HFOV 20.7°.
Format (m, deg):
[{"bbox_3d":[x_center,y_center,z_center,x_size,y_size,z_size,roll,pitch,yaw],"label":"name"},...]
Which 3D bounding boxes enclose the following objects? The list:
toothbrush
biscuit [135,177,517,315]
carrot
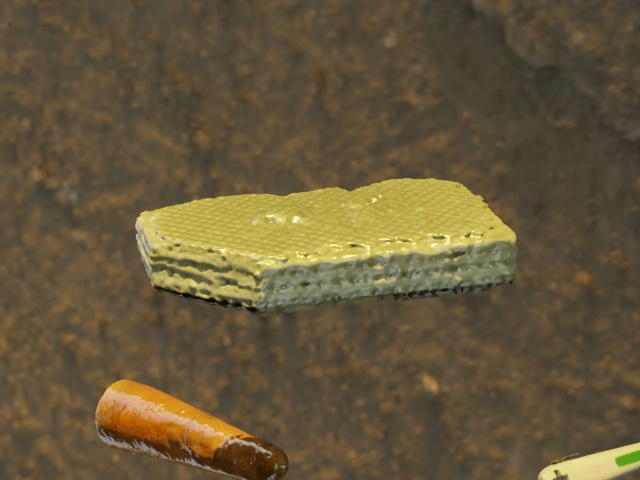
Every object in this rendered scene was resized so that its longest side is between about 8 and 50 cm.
[{"bbox_3d":[0.360,0.194,1.712,0.040,0.418,0.042,-38,69,45],"label":"toothbrush"},{"bbox_3d":[0.000,0.000,1.250,0.150,0.252,0.052,-122,27,-67],"label":"biscuit"},{"bbox_3d":[-0.098,0.161,1.412,0.210,0.061,0.061,11,111,46],"label":"carrot"}]
